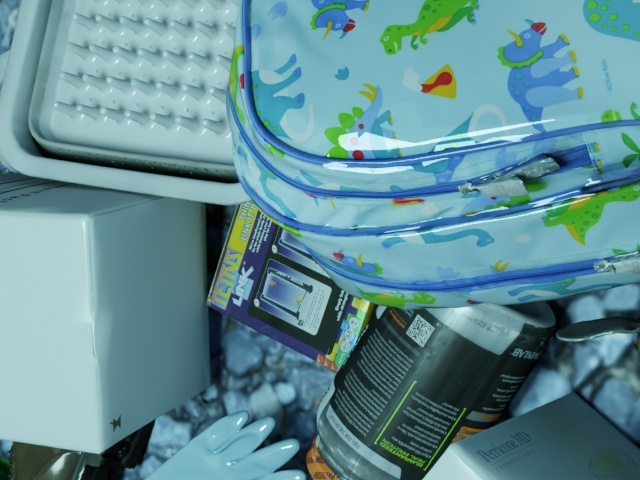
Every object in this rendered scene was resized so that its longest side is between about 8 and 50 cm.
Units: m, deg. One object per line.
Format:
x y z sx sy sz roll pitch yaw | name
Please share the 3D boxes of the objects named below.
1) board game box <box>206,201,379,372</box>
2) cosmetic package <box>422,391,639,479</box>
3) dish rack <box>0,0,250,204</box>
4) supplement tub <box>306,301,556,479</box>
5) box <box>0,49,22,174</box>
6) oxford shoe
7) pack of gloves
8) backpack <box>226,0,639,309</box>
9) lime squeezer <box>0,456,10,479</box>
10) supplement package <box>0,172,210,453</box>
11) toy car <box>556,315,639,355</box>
0.000 0.000 0.984 0.141 0.048 0.170 26 103 28 | board game box
0.169 0.228 0.794 0.224 0.224 0.138 41 110 22 | cosmetic package
-0.103 -0.195 0.989 0.285 0.072 0.333 9 84 28 | dish rack
0.074 0.104 0.906 0.117 0.117 0.190 39 109 23 | supplement tub
-0.271 -0.082 1.127 0.233 0.044 0.159 -20 79 26 | box
-0.232 0.218 1.083 0.096 0.083 0.227 24 79 23 | oxford shoe
-0.062 0.249 0.999 0.232 0.046 0.195 -38 86 26 | pack of gloves
0.120 -0.098 0.777 0.355 0.273 0.290 -20 60 32 | backpack
-0.275 0.170 1.140 0.110 0.059 0.310 -27 78 28 | lime squeezer
-0.255 0.044 1.004 0.293 0.175 0.177 4 102 23 | supplement package
0.248 0.083 0.795 0.188 0.155 0.149 16 99 38 | toy car
